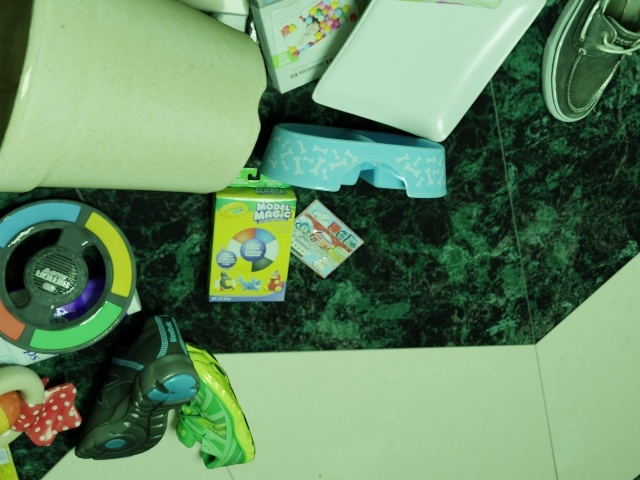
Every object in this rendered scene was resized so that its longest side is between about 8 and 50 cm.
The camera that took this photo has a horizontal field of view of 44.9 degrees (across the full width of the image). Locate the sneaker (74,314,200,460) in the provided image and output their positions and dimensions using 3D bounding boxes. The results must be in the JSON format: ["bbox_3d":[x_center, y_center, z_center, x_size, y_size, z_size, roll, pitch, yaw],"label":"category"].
[{"bbox_3d":[-0.312,0.260,1.305,0.125,0.139,0.341,13,134,-41],"label":"sneaker"}]

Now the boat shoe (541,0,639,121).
[{"bbox_3d":[0.442,-0.333,1.195,0.121,0.119,0.335,2,118,-19],"label":"boat shoe"}]

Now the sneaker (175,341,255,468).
[{"bbox_3d":[-0.202,0.308,1.366,0.124,0.109,0.295,-22,124,-9],"label":"sneaker"}]

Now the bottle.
[{"bbox_3d":[-0.423,0.122,1.194,0.283,0.092,0.118,-17,124,-8],"label":"bottle"}]

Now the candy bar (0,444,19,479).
[{"bbox_3d":[-0.553,0.398,1.358,0.040,0.018,0.161,-11,121,-16],"label":"candy bar"}]

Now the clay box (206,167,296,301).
[{"bbox_3d":[-0.112,-0.007,1.242,0.128,0.053,0.221,0,120,-13],"label":"clay box"}]

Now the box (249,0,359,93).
[{"bbox_3d":[-0.020,-0.318,1.081,0.145,0.038,0.186,-26,130,-15],"label":"box"}]

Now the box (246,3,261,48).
[{"bbox_3d":[-0.068,-0.313,1.100,0.067,0.018,0.083,0,119,-18],"label":"box"}]

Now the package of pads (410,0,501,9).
[{"bbox_3d":[0.084,-0.413,0.930,0.297,0.101,0.229,9,91,12],"label":"package of pads"}]

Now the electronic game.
[{"bbox_3d":[-0.385,0.051,1.130,0.230,0.048,0.229,3,80,-15],"label":"electronic game"}]

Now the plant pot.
[{"bbox_3d":[-0.249,-0.192,0.961,0.306,0.334,0.333,8,117,-35],"label":"plant pot"}]

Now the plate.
[{"bbox_3d":[0.154,-0.290,1.128,0.277,0.045,0.278,11,126,-37],"label":"plate"}]

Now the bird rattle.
[{"bbox_3d":[-0.485,0.276,1.179,0.254,0.143,0.206,-24,147,-34],"label":"bird rattle"}]

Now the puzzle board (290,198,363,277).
[{"bbox_3d":[0.000,0.000,1.311,0.096,0.011,0.128,-44,122,9],"label":"puzzle board"}]

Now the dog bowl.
[{"bbox_3d":[0.056,-0.124,1.174,0.298,0.166,0.074,4,106,-20],"label":"dog bowl"}]
